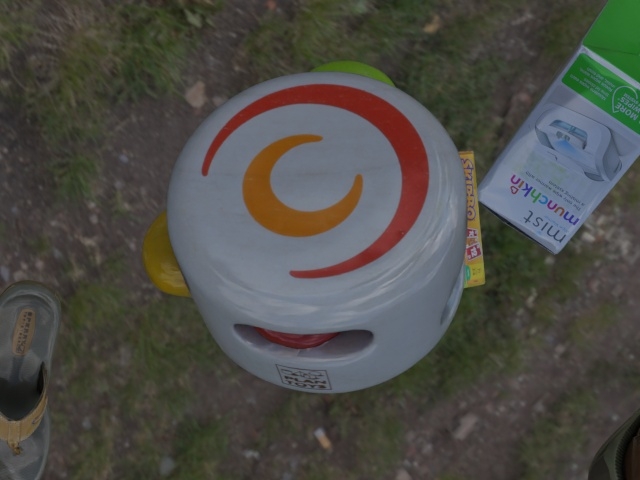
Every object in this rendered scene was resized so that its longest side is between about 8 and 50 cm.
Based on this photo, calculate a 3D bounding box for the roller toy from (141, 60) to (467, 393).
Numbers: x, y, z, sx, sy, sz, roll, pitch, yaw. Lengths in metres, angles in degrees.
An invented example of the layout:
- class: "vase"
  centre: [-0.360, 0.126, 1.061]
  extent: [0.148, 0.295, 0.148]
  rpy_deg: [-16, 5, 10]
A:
- class: "roller toy"
  centre: [0.000, 0.000, 0.791]
  extent: [0.209, 0.191, 0.146]
  rpy_deg: [-35, 153, -13]

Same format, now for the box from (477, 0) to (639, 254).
- class: "box"
  centre: [0.315, -0.150, 1.343]
  extent: [0.127, 0.262, 0.231]
  rpy_deg: [35, 130, 3]

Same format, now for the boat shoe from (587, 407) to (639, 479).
- class: "boat shoe"
  centre: [0.266, 0.065, 0.654]
  extent: [0.307, 0.111, 0.104]
  rpy_deg: [-44, 177, -41]

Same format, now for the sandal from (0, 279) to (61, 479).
- class: "sandal"
  centre: [-0.246, 0.122, 0.955]
  extent: [0.072, 0.049, 0.180]
  rpy_deg: [8, 101, -19]

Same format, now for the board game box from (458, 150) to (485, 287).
- class: "board game box"
  centre: [0.057, -0.017, 1.170]
  extent: [0.039, 0.259, 0.124]
  rpy_deg: [-8, 93, -39]
